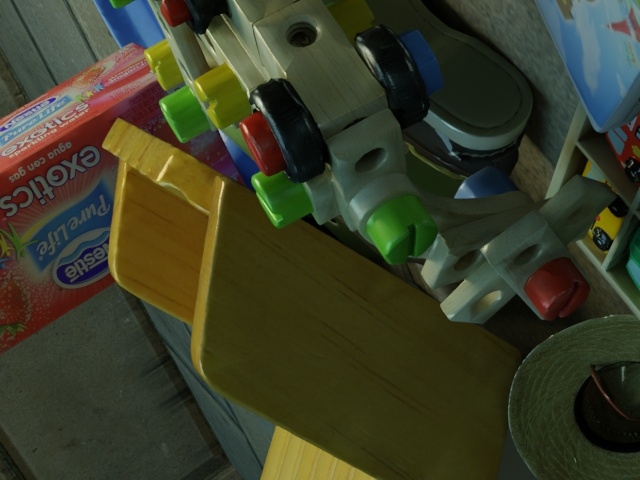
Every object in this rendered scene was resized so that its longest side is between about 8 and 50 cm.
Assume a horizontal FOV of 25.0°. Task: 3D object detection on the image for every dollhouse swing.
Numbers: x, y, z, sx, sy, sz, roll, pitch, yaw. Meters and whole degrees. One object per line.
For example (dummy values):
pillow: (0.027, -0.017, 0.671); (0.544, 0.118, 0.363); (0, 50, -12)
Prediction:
dollhouse swing: (-0.067, 0.129, 1.024); (0.315, 0.305, 0.347); (30, -179, -20)

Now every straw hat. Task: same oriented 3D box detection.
straw hat: (0.192, 0.097, 0.888); (0.144, 0.144, 0.061); (59, -152, -10)

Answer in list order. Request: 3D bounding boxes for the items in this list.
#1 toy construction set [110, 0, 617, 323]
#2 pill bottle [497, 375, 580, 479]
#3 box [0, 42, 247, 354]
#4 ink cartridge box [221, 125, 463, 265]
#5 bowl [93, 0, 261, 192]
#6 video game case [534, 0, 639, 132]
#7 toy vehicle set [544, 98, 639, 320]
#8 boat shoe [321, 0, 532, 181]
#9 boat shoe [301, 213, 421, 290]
toy construction set: (0.001, -0.072, 0.758); (0.328, 0.151, 0.215); (41, 164, 25)
pill bottle: (0.125, 0.196, 1.169); (0.162, 0.162, 0.278); (54, 167, 14)
box: (-0.238, -0.035, 1.283); (0.154, 0.300, 0.142); (31, 151, 61)
ink cartridge box: (0.028, -0.051, 1.068); (0.171, 0.056, 0.235); (42, 171, -16)
bowl: (-0.112, -0.200, 1.273); (0.391, 0.077, 0.391); (52, 166, 19)
video game case: (0.100, -0.172, 0.584); (0.193, 0.023, 0.212); (104, 145, -73)
toy vehicle set: (0.191, -0.019, 0.695); (0.166, 0.035, 0.267); (52, 166, 18)
boat shoe: (0.039, -0.120, 0.904); (0.228, 0.081, 0.068); (47, 160, 26)
boat shoe: (0.000, 0.000, 1.373); (0.319, 0.116, 0.099); (53, 125, 44)
